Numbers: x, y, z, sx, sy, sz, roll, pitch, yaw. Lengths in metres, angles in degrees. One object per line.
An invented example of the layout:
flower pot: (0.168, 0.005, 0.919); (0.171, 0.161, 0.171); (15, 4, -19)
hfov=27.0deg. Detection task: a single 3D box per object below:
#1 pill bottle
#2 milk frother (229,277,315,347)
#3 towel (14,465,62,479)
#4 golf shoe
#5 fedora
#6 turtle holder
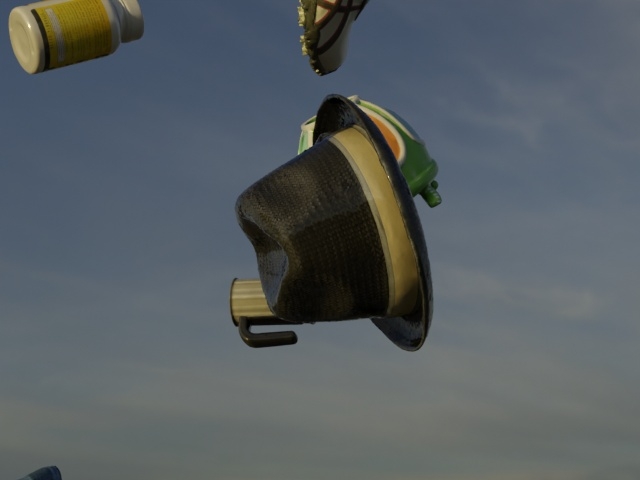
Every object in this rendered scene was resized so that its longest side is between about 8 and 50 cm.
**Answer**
pill bottle: (-0.229, -0.200, 1.259); (0.116, 0.065, 0.065); (-20, -2, -28)
milk frother: (-0.084, 0.091, 2.168); (0.135, 0.129, 0.143); (-3, -51, 12)
towel: (-0.366, 0.322, 1.625); (0.029, 0.067, 0.119); (17, 23, 38)
golf shoe: (0.030, -0.288, 1.487); (0.120, 0.105, 0.273); (-3, -36, -1)
fedora: (0.000, 0.000, 1.473); (0.152, 0.334, 0.334); (-19, -10, -12)
turtle holder: (0.078, -0.140, 2.363); (0.243, 0.227, 0.320); (-27, 10, 23)
